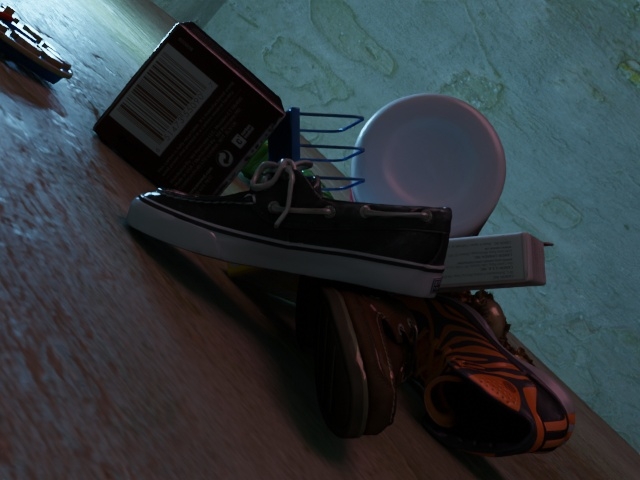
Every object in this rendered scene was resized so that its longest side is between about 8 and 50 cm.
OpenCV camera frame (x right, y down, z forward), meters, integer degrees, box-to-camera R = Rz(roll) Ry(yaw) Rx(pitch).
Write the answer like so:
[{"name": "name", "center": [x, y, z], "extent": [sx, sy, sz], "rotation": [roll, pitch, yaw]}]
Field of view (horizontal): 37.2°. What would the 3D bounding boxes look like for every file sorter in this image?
[{"name": "file sorter", "center": [-0.004, -0.073, 1.219], "extent": [0.104, 0.171, 0.118], "rotation": [1, -4, -17]}]

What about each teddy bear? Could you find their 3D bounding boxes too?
[{"name": "teddy bear", "center": [0.214, 0.150, 1.435], "extent": [0.245, 0.113, 0.338], "rotation": [63, -6, -23]}]

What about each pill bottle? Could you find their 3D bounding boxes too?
[{"name": "pill bottle", "center": [0.161, -0.067, 1.566], "extent": [0.229, 0.229, 0.408], "rotation": [43, -9, 9]}]

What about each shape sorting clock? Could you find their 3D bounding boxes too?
[{"name": "shape sorting clock", "center": [-0.383, -0.264, 1.146], "extent": [0.206, 0.040, 0.206], "rotation": [41, 7, -6]}]

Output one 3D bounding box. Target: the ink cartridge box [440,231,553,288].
[{"name": "ink cartridge box", "center": [0.153, 0.038, 1.280], "extent": [0.261, 0.296, 0.066], "rotation": [10, 76, -68]}]

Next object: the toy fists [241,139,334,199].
[{"name": "toy fists", "center": [-0.053, -0.099, 1.690], "extent": [0.279, 0.096, 0.142], "rotation": [47, 9, 25]}]

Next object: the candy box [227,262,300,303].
[{"name": "candy box", "center": [-0.010, 0.041, 1.091], "extent": [0.206, 0.105, 0.027], "rotation": [30, 47, -60]}]

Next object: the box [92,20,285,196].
[{"name": "box", "center": [-0.159, -0.161, 1.204], "extent": [0.167, 0.168, 0.203], "rotation": [39, 8, -12]}]

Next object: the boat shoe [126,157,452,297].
[{"name": "boat shoe", "center": [-0.027, -0.025, 0.906], "extent": [0.306, 0.105, 0.113], "rotation": [12, 7, 5]}]

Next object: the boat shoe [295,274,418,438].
[{"name": "boat shoe", "center": [0.045, 0.091, 0.903], "extent": [0.104, 0.111, 0.307], "rotation": [4, 17, -9]}]

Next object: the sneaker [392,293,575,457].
[{"name": "sneaker", "center": [0.158, 0.158, 1.200], "extent": [0.321, 0.125, 0.180], "rotation": [30, 15, 35]}]
